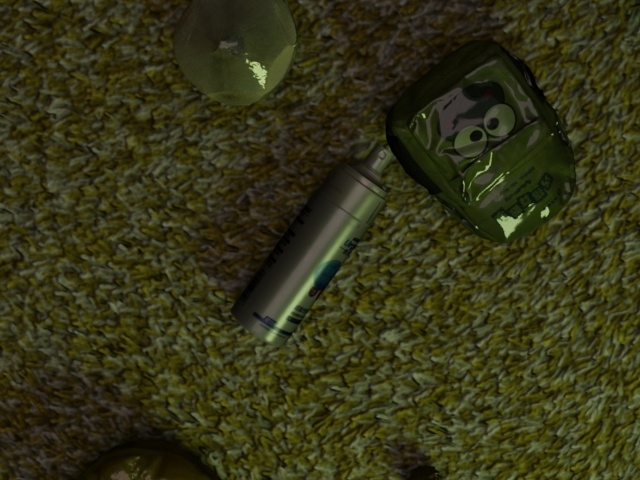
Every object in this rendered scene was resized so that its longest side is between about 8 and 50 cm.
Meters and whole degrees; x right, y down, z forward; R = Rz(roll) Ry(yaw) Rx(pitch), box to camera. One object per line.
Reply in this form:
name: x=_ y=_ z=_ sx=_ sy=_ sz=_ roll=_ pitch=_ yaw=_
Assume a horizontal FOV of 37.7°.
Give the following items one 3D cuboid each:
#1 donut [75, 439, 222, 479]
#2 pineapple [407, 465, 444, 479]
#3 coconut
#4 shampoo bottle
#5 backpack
donut: x=-0.222 y=0.394 z=1.303 sx=0.208 sy=0.128 sz=0.261 roll=-40 pitch=96 yaw=3
pineapple: x=0.171 y=0.386 z=1.345 sx=0.058 sy=0.058 sz=0.124 roll=-29 pitch=98 yaw=3
coconut: x=-0.106 y=-0.255 z=1.199 sx=0.161 sy=0.162 sz=0.160 roll=0 pitch=98 yaw=-1
shampoo bottle: x=0.000 y=0.000 z=1.273 sx=0.092 sy=0.092 sz=0.303 roll=36 pitch=95 yaw=-5
backpack: x=0.218 y=-0.124 z=1.240 sx=0.207 sy=0.140 sz=0.253 roll=-39 pitch=103 yaw=4
